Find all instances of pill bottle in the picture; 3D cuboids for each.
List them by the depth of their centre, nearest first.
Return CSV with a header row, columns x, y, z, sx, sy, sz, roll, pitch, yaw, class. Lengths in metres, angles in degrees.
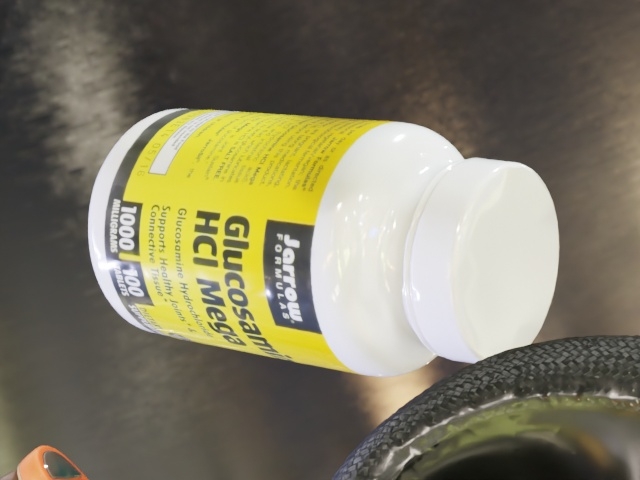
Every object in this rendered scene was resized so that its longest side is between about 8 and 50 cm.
x,y,z,sx,sy,sz,roll,pitch,yaw,class
0.000,0.000,1.114,0.334,0.188,0.188,7,-172,38,pill bottle

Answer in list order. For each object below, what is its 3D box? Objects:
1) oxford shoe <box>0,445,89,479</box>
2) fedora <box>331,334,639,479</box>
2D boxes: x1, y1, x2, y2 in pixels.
x,y,z,sx,sy,sz,roll,pitch,yaw,class
-0.187,0.307,1.243,0.098,0.271,0.097,-38,173,8,oxford shoe
0.145,0.211,0.670,0.334,0.334,0.152,-22,151,7,fedora
